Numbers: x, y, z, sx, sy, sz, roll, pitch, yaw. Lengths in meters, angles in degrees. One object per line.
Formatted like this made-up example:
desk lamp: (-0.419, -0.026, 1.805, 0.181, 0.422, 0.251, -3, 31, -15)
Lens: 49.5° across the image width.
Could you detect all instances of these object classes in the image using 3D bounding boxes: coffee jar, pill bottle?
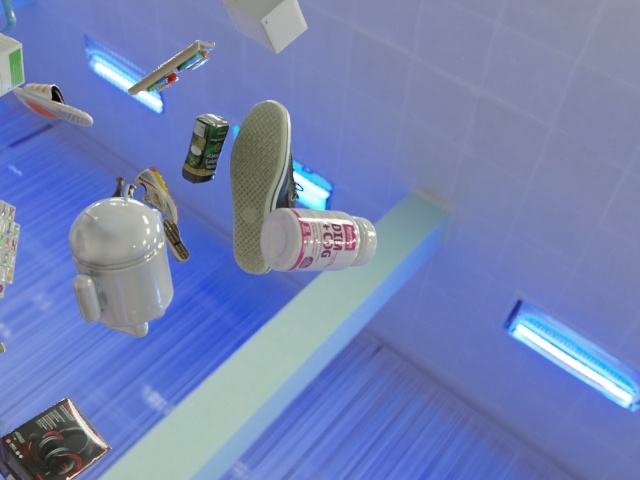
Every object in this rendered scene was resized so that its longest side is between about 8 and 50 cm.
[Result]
coffee jar: (-0.315, -0.246, 1.891, 0.079, 0.096, 0.184, 30, -63, 18)
pill bottle: (0.000, 0.000, 1.808, 0.160, 0.283, 0.161, -1, -92, 50)

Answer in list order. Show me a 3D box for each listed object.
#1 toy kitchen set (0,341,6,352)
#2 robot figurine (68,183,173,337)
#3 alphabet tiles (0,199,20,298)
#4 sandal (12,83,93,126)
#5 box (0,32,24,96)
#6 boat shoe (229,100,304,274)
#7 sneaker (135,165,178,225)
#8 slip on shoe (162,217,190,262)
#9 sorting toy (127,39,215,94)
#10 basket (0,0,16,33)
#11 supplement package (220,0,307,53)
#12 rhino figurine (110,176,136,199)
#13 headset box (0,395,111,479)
toy kitchen set: (-1.074, 0.382, 2.323, 0.083, 0.075, 0.068, 131, -65, -88)
robot figurine: (-0.443, 0.051, 1.556, 0.199, 0.300, 0.354, 11, -51, 16)
alphabet tiles: (-1.149, 0.030, 2.473, 0.011, 0.343, 0.285, 4, -10, 0)
sandal: (-0.769, -0.405, 2.028, 0.265, 0.076, 0.102, 20, -19, 10)
box: (-0.702, -0.381, 1.479, 0.102, 0.087, 0.101, 27, -46, 8)
boat shoe: (-0.150, -0.151, 1.982, 0.186, 0.156, 0.501, 16, -68, 30)
sneaker: (-0.558, -0.137, 2.382, 0.225, 0.092, 0.088, 62, -17, -4)
slip on shoe: (-0.422, 0.003, 1.993, 0.041, 0.051, 0.135, -31, -91, 49)
sorting toy: (-0.330, -0.389, 1.580, 0.193, 0.208, 0.038, -32, -76, 10)
basket: (-0.910, -0.680, 1.846, 0.254, 0.201, 0.289, -2, -81, 39)
supplement package: (-0.135, -0.534, 1.623, 0.179, 0.105, 0.105, 40, -14, 37)
rhino figurine: (-0.586, -0.071, 2.014, 0.073, 0.106, 0.243, 10, -36, -18)
headset box: (-0.783, 0.616, 2.048, 0.218, 0.293, 0.110, 49, -61, 6)
